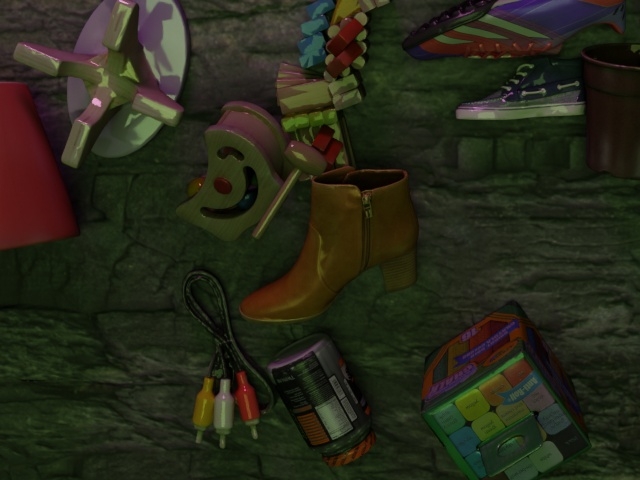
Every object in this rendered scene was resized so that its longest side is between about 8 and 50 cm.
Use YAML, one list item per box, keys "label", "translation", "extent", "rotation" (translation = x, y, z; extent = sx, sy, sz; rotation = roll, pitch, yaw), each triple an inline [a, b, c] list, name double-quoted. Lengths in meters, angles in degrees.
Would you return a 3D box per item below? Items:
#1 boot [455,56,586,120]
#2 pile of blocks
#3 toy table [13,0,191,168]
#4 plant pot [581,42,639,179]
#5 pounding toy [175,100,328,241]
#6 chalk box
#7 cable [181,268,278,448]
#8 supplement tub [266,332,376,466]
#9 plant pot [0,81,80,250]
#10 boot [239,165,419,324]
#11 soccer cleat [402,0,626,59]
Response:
- label: "boot"
  translation: [0.290, -0.221, 1.568]
  extent: [0.190, 0.069, 0.086]
  rotation: [-4, 96, 0]
- label: "pile of blocks"
  translation: [0.007, -0.249, 1.566]
  extent: [0.149, 0.112, 0.362]
  rotation: [13, 105, 4]
- label: "toy table"
  translation: [-0.305, -0.243, 1.583]
  extent: [0.252, 0.161, 0.274]
  rotation: [12, 106, 4]
- label: "plant pot"
  translation: [0.445, -0.180, 1.510]
  extent: [0.167, 0.167, 0.165]
  rotation: [2, 111, 7]
- label: "pounding toy"
  translation: [-0.126, -0.090, 1.552]
  extent: [0.154, 0.155, 0.269]
  rotation: [42, 133, -14]
- label: "chalk box"
  translation: [0.265, 0.243, 1.564]
  extent: [0.180, 0.289, 0.179]
  rotation: [-34, 98, 13]
- label: "cable"
  translation: [-0.148, 0.187, 1.715]
  extent: [0.140, 0.072, 0.287]
  rotation: [-6, 103, 3]
- label: "supplement tub"
  translation: [0.006, 0.251, 1.689]
  extent: [0.117, 0.117, 0.190]
  rotation: [-26, 100, 12]
- label: "plant pot"
  translation: [-0.516, -0.102, 1.608]
  extent: [0.275, 0.275, 0.243]
  rotation: [-8, 93, 9]
- label: "boot"
  translation: [0.001, 0.000, 1.608]
  extent: [0.295, 0.104, 0.211]
  rotation: [-14, 122, -1]
- label: "soccer cleat"
  translation: [0.276, -0.301, 1.527]
  extent: [0.318, 0.108, 0.116]
  rotation: [-18, 105, 9]
